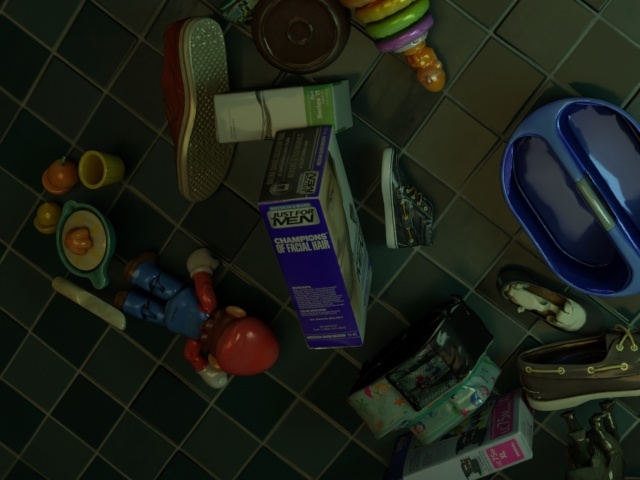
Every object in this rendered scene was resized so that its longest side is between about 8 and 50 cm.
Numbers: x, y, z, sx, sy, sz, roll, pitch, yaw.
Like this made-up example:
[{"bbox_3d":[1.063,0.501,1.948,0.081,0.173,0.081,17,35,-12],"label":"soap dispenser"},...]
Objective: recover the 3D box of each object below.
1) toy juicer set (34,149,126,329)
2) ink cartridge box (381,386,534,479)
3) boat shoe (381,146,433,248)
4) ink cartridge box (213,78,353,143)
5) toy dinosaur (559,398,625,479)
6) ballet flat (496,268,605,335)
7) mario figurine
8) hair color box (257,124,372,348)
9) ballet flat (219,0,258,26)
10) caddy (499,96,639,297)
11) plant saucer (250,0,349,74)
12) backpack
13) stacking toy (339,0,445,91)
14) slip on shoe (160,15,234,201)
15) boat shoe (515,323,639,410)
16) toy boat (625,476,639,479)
[{"bbox_3d":[-0.459,-0.001,1.942,0.209,0.089,0.329,3,96,32],"label":"toy juicer set"},{"bbox_3d":[0.225,0.373,1.860,0.311,0.186,0.065,-28,99,18],"label":"ink cartridge box"},{"bbox_3d":[0.153,-0.075,1.833,0.083,0.065,0.183,-3,109,11],"label":"boat shoe"},{"bbox_3d":[-0.062,-0.221,1.795,0.208,0.153,0.087,-4,101,13],"label":"ink cartridge box"},{"bbox_3d":[0.464,0.366,1.748,0.121,0.313,0.160,-21,93,10],"label":"toy dinosaur"},{"bbox_3d":[0.396,0.116,1.818,0.203,0.074,0.074,27,108,5],"label":"ballet flat"},{"bbox_3d":[-0.213,0.144,1.961,0.320,0.170,0.198,28,145,16],"label":"mario figurine"},{"bbox_3d":[0.000,0.000,1.748,0.110,0.185,0.339,-6,132,15],"label":"hair color box"},{"bbox_3d":[-0.088,-0.436,1.802,0.188,0.070,0.070,-37,93,20],"label":"ballet flat"},{"bbox_3d":[0.441,-0.073,1.703,0.241,0.179,0.341,-34,94,18],"label":"caddy"},{"bbox_3d":[-0.035,-0.358,1.792,0.168,0.029,0.169,0,119,0],"label":"plant saucer"},{"bbox_3d":[0.177,0.239,1.820,0.253,0.225,0.191,-35,89,22],"label":"backpack"},{"bbox_3d":[0.126,-0.374,1.732,0.165,0.175,0.302,-24,111,18],"label":"stacking toy"},{"bbox_3d":[-0.224,-0.232,1.864,0.101,0.123,0.331,17,116,42],"label":"slip on shoe"},{"bbox_3d":[0.495,0.201,1.788,0.324,0.117,0.097,-17,114,22],"label":"boat shoe"},{"bbox_3d":[0.599,0.502,1.824,0.231,0.151,0.151,-1,104,13],"label":"toy boat"}]
